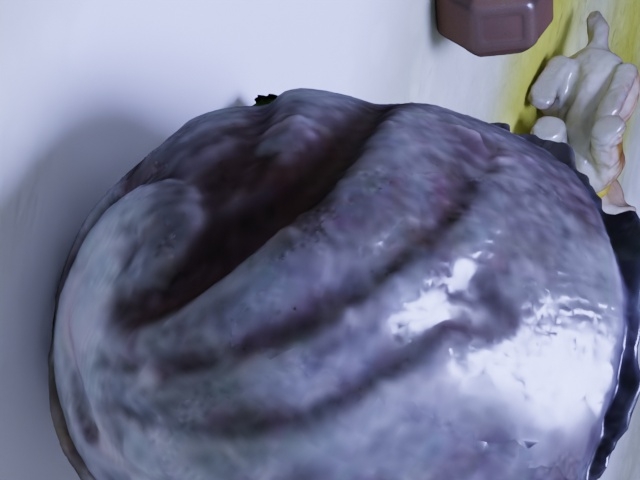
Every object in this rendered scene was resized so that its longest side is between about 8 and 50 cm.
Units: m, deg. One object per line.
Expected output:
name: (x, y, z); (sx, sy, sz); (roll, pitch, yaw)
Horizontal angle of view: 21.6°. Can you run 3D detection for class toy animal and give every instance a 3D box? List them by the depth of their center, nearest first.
toy animal: (0.259, -0.095, 1.593); (0.185, 0.104, 0.184); (69, 30, -44)

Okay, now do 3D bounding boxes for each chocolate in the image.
chocolate: (-0.021, 0.042, 0.830); (0.213, 0.303, 0.303); (23, 77, -38)

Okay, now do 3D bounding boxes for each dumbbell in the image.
dumbbell: (0.125, -0.247, 1.230); (0.082, 0.092, 0.231); (-94, 178, -56)

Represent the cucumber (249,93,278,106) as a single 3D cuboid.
cucumber: (0.000, 0.000, 1.053); (0.069, 0.069, 0.227); (-61, 142, -36)
